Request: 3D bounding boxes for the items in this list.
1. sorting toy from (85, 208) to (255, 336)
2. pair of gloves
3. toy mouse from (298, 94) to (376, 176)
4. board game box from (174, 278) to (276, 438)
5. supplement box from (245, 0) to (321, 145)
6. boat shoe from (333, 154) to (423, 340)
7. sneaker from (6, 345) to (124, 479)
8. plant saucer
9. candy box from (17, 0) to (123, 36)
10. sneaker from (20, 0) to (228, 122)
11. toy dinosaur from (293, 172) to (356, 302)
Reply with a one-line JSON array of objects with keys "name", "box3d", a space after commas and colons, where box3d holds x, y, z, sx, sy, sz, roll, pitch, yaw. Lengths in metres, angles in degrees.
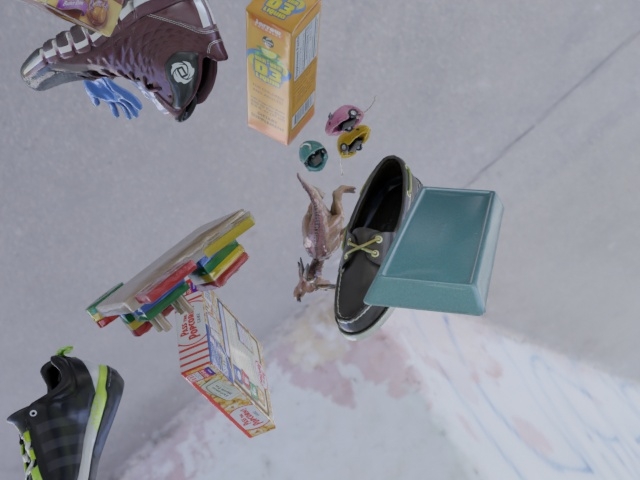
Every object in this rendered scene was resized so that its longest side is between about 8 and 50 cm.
[{"name": "sorting toy", "box3d": [-0.122, 0.034, 0.839, 0.132, 0.046, 0.274, -40, -170, -23]}, {"name": "pair of gloves", "box3d": [-0.320, -0.253, 1.572, 0.198, 0.023, 0.159, 4, 155, 25]}, {"name": "toy mouse", "box3d": [0.013, -0.145, 1.312, 0.143, 0.031, 0.161, -13, 149, -44]}, {"name": "board game box", "box3d": [-0.128, 0.159, 1.268, 0.045, 0.146, 0.193, -23, 137, 11]}, {"name": "supplement box", "box3d": [-0.052, -0.234, 1.255, 0.080, 0.078, 0.233, -53, 163, -30]}, {"name": "boat shoe", "box3d": [0.059, 0.004, 1.058, 0.081, 0.227, 0.068, -2, 140, 31]}, {"name": "sneaker", "box3d": [-0.273, 0.210, 0.931, 0.097, 0.234, 0.084, 28, 131, -18]}, {"name": "plant saucer", "box3d": [0.078, -0.001, 0.594, 0.067, 0.192, 0.018, 5, 110, 13]}, {"name": "candy box", "box3d": [-0.285, -0.250, 0.857, 0.053, 0.187, 0.109, -69, 162, 3]}, {"name": "sneaker", "box3d": [-0.242, -0.209, 1.190, 0.281, 0.162, 0.106, -22, -170, 23]}, {"name": "toy dinosaur", "box3d": [0.000, 0.000, 1.960, 0.200, 0.127, 0.295, -62, 155, -30]}]
